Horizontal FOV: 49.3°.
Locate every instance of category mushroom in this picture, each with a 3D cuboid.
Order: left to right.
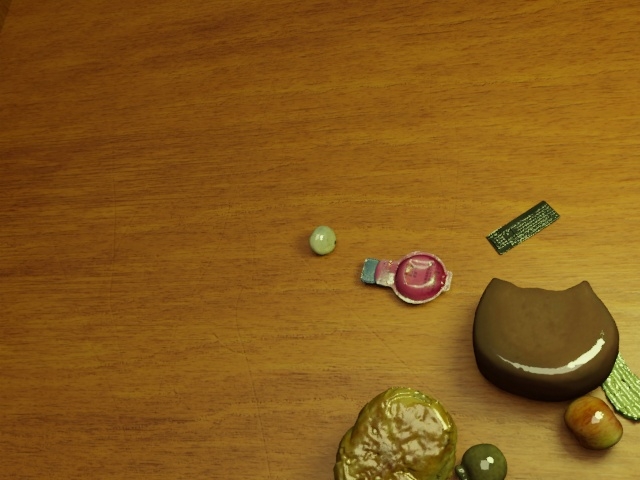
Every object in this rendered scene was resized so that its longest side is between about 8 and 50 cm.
[{"bbox_3d":[0.000,0.000,1.993,0.085,0.085,0.079,-59,23,-18],"label":"mushroom"}]

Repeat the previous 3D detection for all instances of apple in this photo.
[{"bbox_3d":[0.618,0.417,1.586,0.102,0.126,0.126,-37,60,1],"label":"apple"}]

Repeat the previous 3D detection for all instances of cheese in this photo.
[{"bbox_3d":[0.231,0.095,1.883,0.244,0.062,0.155,6,64,18],"label":"cheese"}]

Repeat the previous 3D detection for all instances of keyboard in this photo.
[{"bbox_3d":[0.551,-0.038,1.900,0.196,0.015,0.074,-31,60,-4],"label":"keyboard"}]

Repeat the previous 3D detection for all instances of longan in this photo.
[{"bbox_3d":[0.370,0.524,1.604,0.119,0.106,0.106,-15,60,-3],"label":"longan"}]

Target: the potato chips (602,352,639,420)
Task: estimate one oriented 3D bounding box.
[{"bbox_3d":[0.711,0.335,1.658,0.092,0.028,0.207,-24,61,-1],"label":"potato chips"}]

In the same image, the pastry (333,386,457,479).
[{"bbox_3d":[0.182,0.497,1.629,0.255,0.162,0.311,40,88,17],"label":"pastry"}]

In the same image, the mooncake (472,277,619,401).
[{"bbox_3d":[0.523,0.228,1.674,0.325,0.174,0.334,-25,50,2],"label":"mooncake"}]
